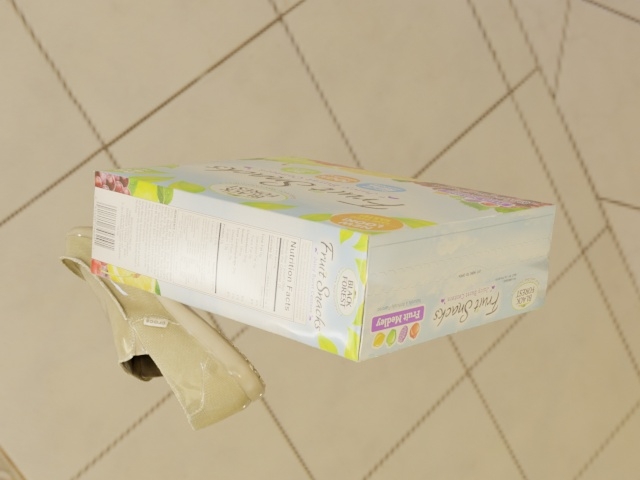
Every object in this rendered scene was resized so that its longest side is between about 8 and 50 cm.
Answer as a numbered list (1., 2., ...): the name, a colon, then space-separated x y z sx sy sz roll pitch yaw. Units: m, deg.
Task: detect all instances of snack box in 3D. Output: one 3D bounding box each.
1. snack box: 0.000 0.000 0.672 0.174 0.207 0.070 -9 106 -47

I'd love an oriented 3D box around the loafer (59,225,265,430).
1. loafer: -0.175 0.086 1.168 0.092 0.268 0.102 -46 159 -15
